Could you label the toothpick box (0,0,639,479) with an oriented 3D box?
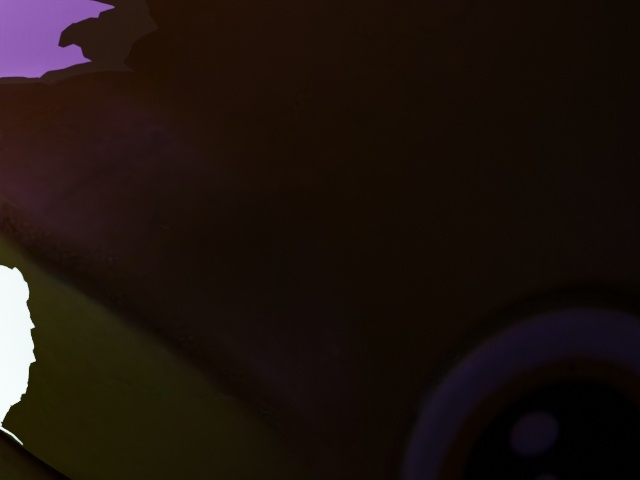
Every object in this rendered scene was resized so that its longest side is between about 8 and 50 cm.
[{"bbox_3d":[0.000,0.000,0.645,0.425,0.409,0.409,-45,1,-42],"label":"toothpick box"}]
